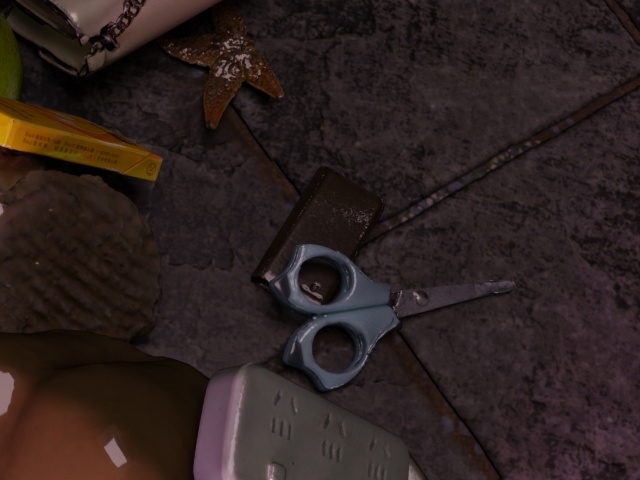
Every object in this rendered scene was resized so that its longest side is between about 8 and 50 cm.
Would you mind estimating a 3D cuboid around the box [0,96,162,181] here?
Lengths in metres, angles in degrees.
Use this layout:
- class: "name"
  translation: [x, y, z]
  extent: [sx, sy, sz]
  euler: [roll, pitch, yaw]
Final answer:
- class: "box"
  translation: [-0.330, -0.132, 1.495]
  extent: [0.152, 0.269, 0.043]
  euler: [27, 99, 29]

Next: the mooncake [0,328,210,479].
- class: "mooncake"
  translation: [-0.282, 0.310, 1.207]
  extent: [0.467, 0.262, 0.467]
  euler: [-4, 80, 25]

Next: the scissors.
- class: "scissors"
  translation: [0.107, 0.083, 1.629]
  extent: [0.360, 0.029, 0.191]
  euler: [-8, 84, -23]

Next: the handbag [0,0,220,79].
- class: "handbag"
  translation: [-0.246, -0.378, 1.672]
  extent: [0.358, 0.160, 0.237]
  euler: [-36, 53, -26]

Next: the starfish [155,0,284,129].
- class: "starfish"
  translation: [-0.153, -0.263, 1.731]
  extent: [0.138, 0.050, 0.247]
  euler: [-21, 62, -24]

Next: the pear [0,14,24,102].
- class: "pear"
  translation: [-0.508, -0.255, 1.525]
  extent: [0.292, 0.292, 0.159]
  euler: [11, 73, -9]

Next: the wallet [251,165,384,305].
- class: "wallet"
  translation: [0.000, 0.000, 1.654]
  extent: [0.110, 0.031, 0.198]
  euler: [31, 62, 0]

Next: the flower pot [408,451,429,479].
- class: "flower pot"
  translation: [-0.006, 0.338, 1.377]
  extent: [0.308, 0.244, 0.307]
  euler: [5, 64, -11]

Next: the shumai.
- class: "shumai"
  translation: [-0.364, 0.024, 1.488]
  extent: [0.314, 0.262, 0.267]
  euler: [24, 90, -46]

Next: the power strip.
- class: "power strip"
  translation: [-0.013, 0.245, 1.171]
  extent: [0.265, 0.059, 0.193]
  euler: [33, 55, -42]
